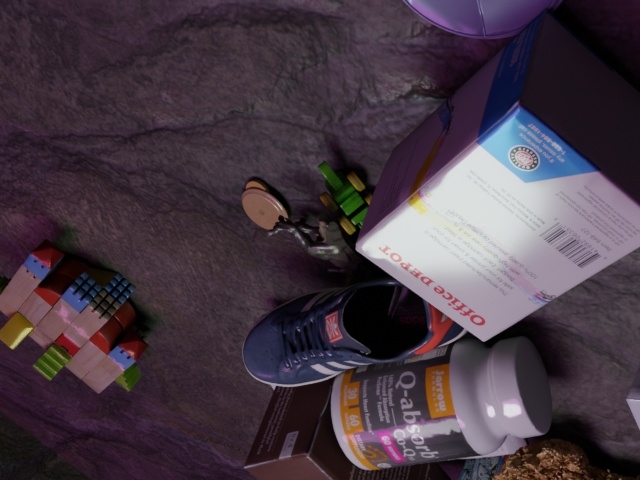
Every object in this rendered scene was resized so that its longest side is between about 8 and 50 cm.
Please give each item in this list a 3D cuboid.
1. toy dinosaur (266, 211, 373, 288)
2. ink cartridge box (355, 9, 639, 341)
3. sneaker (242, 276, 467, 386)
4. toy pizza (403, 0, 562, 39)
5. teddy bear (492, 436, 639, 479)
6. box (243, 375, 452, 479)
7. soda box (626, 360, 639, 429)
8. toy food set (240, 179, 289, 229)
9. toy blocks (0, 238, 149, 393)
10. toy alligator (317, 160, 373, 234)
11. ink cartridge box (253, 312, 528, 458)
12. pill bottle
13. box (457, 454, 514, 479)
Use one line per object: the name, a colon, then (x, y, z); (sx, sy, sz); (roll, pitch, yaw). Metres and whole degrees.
toy dinosaur: (0.000, 0.000, 1.148); (0.118, 0.064, 0.268); (21, 167, 23)
ink cartridge box: (0.179, -0.053, 0.793); (0.171, 0.168, 0.232); (37, 134, -12)
sneaker: (0.023, 0.119, 1.131); (0.350, 0.148, 0.131); (-20, 80, 23)
toy pizza: (0.139, -0.277, 0.763); (0.201, 0.032, 0.201); (23, 142, 19)
teddy bear: (0.424, 0.397, 1.261); (0.338, 0.113, 0.245); (24, 151, 5)
box: (0.068, 0.384, 1.327); (0.143, 0.191, 0.381); (-20, 121, 34)
soda box: (0.459, 0.247, 1.060); (0.069, 0.074, 0.216); (-3, 129, 43)
toy food set: (-0.082, -0.048, 1.233); (0.083, 0.020, 0.082); (36, 146, 1)
toy blocks: (-0.481, 0.143, 1.695); (0.381, 0.191, 0.261); (43, 134, -9)
toy alligator: (0.054, -0.034, 1.109); (0.190, 0.056, 0.051); (50, -175, -20)
ink cartridge box: (0.114, 0.231, 1.367); (0.384, 0.091, 0.308); (-11, 125, 27)
pill bottle: (0.167, 0.225, 1.172); (0.278, 0.162, 0.162); (-18, 120, 30)
box: (0.265, 0.401, 1.354); (0.094, 0.137, 0.027); (-5, 131, 45)
